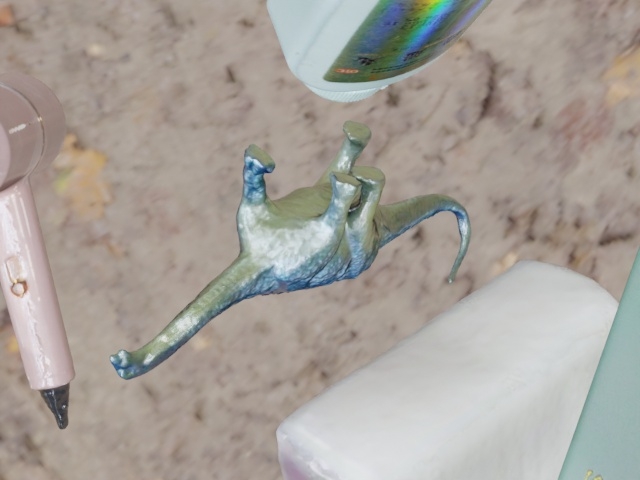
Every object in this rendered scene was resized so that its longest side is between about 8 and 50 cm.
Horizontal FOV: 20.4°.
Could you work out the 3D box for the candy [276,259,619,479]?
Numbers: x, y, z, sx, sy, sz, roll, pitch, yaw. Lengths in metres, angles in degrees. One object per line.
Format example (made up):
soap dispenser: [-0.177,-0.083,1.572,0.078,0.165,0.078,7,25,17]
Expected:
candy: [0.135,0.191,1.651,0.145,0.359,0.208,23,132,43]

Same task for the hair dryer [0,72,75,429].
hair dryer: [-0.284,0.019,1.678,0.107,0.189,0.344,-12,100,12]

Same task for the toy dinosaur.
toy dinosaur: [0.000,-0.008,1.276,0.076,0.363,0.147,39,129,29]

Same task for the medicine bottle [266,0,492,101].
medicine bottle: [0.037,-0.140,0.986,0.121,0.229,0.083,-18,83,-17]

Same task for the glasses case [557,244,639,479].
glasses case: [0.144,0.064,0.675,0.078,0.039,0.184,29,109,40]
